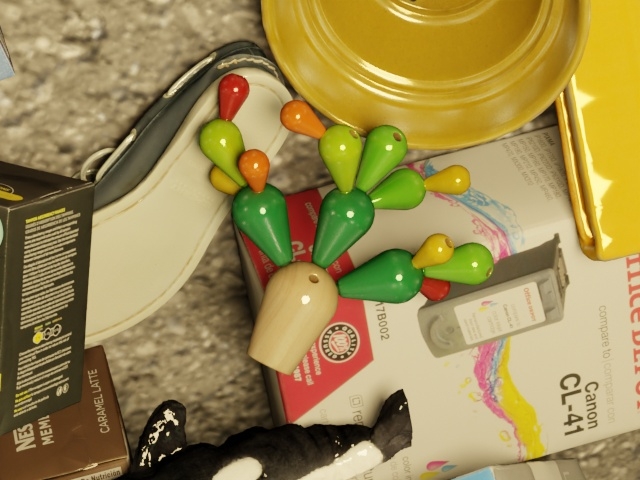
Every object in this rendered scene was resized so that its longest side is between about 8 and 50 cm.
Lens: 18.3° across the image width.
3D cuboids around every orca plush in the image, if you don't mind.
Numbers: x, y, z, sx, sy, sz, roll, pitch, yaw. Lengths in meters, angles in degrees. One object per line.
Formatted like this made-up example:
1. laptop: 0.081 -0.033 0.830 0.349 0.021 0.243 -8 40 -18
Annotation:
1. orca plush: -0.077 0.154 1.380 0.287 0.151 0.102 -22 90 -4

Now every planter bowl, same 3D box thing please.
1. planter bowl: 0.073 -0.174 1.338 0.217 0.090 0.217 4 126 6

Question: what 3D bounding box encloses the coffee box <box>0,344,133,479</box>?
1. coffee box: -0.180 0.225 1.521 0.098 0.141 0.246 -14 125 -7

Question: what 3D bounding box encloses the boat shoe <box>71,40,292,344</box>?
1. boat shoe: -0.119 -0.035 1.400 0.095 0.079 0.254 28 109 -28

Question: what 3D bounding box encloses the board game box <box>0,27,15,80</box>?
1. board game box: -0.239 -0.199 1.177 0.035 0.136 0.201 -20 148 -2

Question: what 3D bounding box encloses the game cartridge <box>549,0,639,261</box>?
1. game cartridge: 0.314 -0.155 1.387 0.323 0.052 0.285 -12 96 -11

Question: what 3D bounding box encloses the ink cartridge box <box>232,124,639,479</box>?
1. ink cartridge box: 0.106 0.057 1.498 0.306 0.131 0.226 -14 126 -5

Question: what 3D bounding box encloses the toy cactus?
1. toy cactus: 0.000 0.000 1.338 0.219 0.112 0.180 27 89 -17

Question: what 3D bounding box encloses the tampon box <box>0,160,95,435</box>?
1. tampon box: -0.233 0.034 1.342 0.120 0.101 0.161 13 106 25

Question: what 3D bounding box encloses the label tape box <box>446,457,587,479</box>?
1. label tape box: 0.092 0.262 1.583 0.249 0.115 0.347 -23 169 19
